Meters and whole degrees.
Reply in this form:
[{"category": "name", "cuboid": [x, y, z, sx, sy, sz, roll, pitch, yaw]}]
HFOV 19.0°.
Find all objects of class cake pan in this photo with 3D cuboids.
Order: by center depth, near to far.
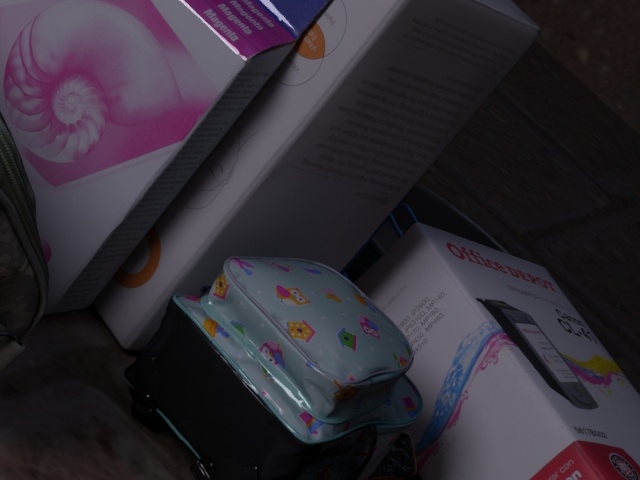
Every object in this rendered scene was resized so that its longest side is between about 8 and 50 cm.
[{"category": "cake pan", "cuboid": [0.120, 0.039, 1.850, 0.293, 0.054, 0.293, 35, 20, -14]}]

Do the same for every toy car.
[{"category": "toy car", "cuboid": [0.058, 0.199, 1.434, 0.122, 0.060, 0.040, 63, -19, 15]}]

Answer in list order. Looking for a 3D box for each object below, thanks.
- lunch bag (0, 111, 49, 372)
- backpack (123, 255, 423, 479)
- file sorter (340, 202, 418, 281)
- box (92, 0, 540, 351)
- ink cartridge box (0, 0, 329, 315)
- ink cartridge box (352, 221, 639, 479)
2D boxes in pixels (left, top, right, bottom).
[{"category": "lunch bag", "cuboid": [-0.299, -0.070, 1.109, 0.256, 0.212, 0.305, 43, 11, -51]}, {"category": "backpack", "cuboid": [-0.019, 0.097, 1.335, 0.166, 0.144, 0.188, 42, 15, 25]}, {"category": "file sorter", "cuboid": [0.000, 0.000, 1.638, 0.170, 0.104, 0.118, 27, 23, -34]}, {"category": "box", "cuboid": [-0.046, -0.106, 1.415, 0.168, 0.345, 0.215, 14, 32, -53]}, {"category": "ink cartridge box", "cuboid": [-0.192, -0.174, 1.326, 0.324, 0.330, 0.071, 44, 19, 13]}, {"category": "ink cartridge box", "cuboid": [0.167, 0.150, 1.534, 0.226, 0.131, 0.306, 18, 33, -53]}]
